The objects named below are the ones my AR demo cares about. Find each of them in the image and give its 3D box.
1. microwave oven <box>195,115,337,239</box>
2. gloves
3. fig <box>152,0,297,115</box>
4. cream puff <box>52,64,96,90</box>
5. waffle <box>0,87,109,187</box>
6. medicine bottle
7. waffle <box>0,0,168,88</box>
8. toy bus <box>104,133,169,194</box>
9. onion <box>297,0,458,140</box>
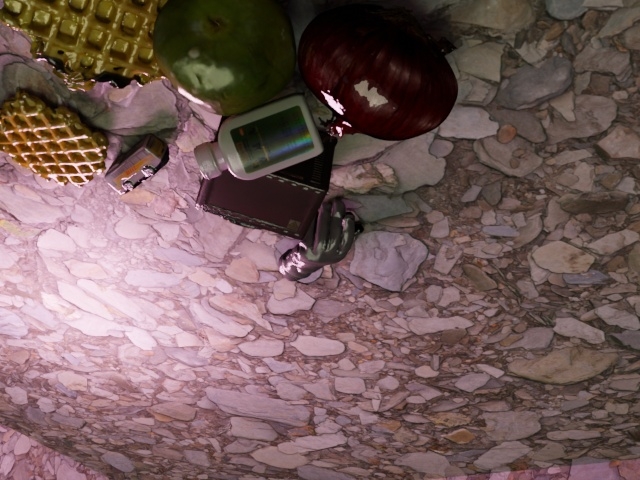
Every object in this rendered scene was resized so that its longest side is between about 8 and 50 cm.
[{"bbox_3d":[-0.111,-0.136,1.482,0.247,0.178,0.188,16,142,-9],"label":"microwave oven"},{"bbox_3d":[0.001,0.011,1.725,0.142,0.119,0.285,-6,150,-34],"label":"gloves"},{"bbox_3d":[-0.153,-0.329,1.243,0.233,0.314,0.233,-1,109,-2],"label":"fig"},{"bbox_3d":[-0.428,-0.342,1.318,0.156,0.156,0.121,-8,170,22],"label":"cream puff"},{"bbox_3d":[-0.584,-0.209,1.597,0.254,0.052,0.245,28,140,-24],"label":"waffle"},{"bbox_3d":[-0.112,-0.173,1.306,0.219,0.078,0.115,-20,109,1],"label":"medicine bottle"},{"bbox_3d":[-0.357,-0.379,1.210,0.312,0.060,0.307,-16,131,-13],"label":"waffle"},{"bbox_3d":[-0.400,-0.164,1.610,0.172,0.057,0.072,-27,124,37],"label":"toy bus"},{"bbox_3d":[0.077,-0.249,1.223,0.273,0.273,0.285,24,119,-19],"label":"onion"}]
